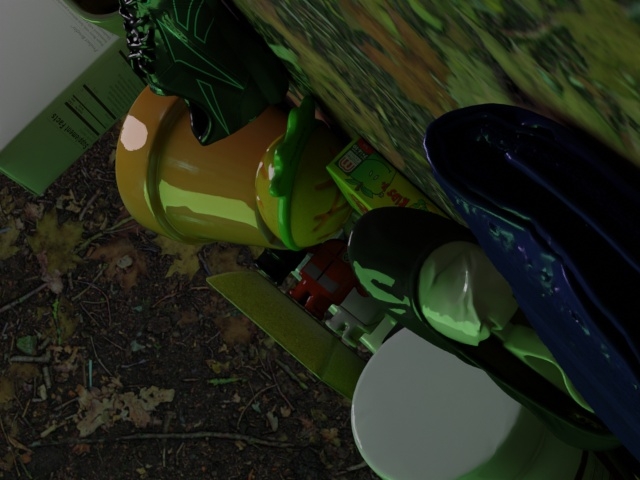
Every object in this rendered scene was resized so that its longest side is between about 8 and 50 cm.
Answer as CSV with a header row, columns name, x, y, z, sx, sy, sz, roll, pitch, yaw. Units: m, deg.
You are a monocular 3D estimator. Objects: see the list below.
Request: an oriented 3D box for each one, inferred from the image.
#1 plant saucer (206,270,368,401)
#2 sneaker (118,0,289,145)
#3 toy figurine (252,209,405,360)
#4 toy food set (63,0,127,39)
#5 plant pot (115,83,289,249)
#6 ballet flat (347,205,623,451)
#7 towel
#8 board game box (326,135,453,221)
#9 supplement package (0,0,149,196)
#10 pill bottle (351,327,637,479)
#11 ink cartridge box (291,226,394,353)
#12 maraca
name,x,y,z,sx,sy,sz,roll,pitch,yaw
plant saucer,-0.020,0.106,1.396,0.188,0.045,0.188,38,176,28
sneaker,-0.132,-0.193,1.112,0.267,0.106,0.101,49,176,-36
toy figurine,0.049,0.040,1.454,0.209,0.148,0.213,41,177,-23
toy food set,-0.266,-0.334,1.379,0.306,0.092,0.219,46,-171,10
plant pot,-0.089,-0.078,1.368,0.188,0.205,0.205,23,163,40
ballet flat,0.148,0.064,0.951,0.280,0.095,0.096,36,169,-12
towel,0.182,0.064,0.650,0.228,0.076,0.308,52,-178,37
board game box,0.089,-0.008,1.114,0.181,0.043,0.092,44,177,25
supplement package,-0.341,-0.233,1.594,0.177,0.293,0.175,46,177,13
pill bottle,0.201,0.252,1.336,0.224,0.224,0.392,43,176,44
ink cartridge box,0.000,0.000,1.689,0.353,0.119,0.207,46,177,0
maraca,-0.016,-0.062,1.199,0.099,0.127,0.186,11,158,14
